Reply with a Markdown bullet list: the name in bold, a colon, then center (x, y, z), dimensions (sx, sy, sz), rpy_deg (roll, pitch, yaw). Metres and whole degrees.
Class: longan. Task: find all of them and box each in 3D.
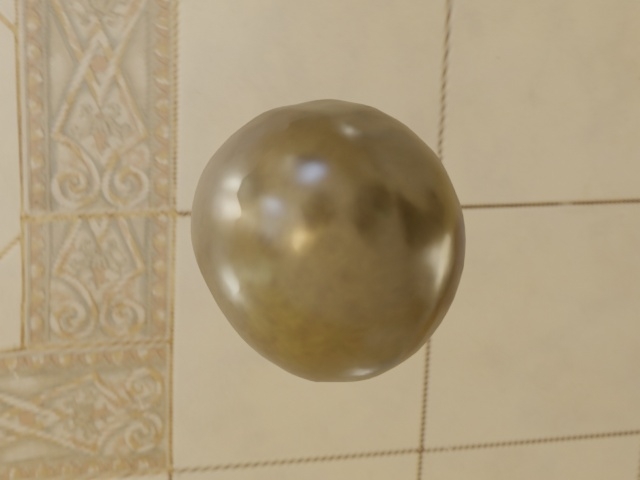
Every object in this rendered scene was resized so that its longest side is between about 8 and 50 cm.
- **longan**: center (0.000, 0.000, 1.029), dimensions (0.248, 0.248, 0.248), rpy_deg (-4, 106, -16)
